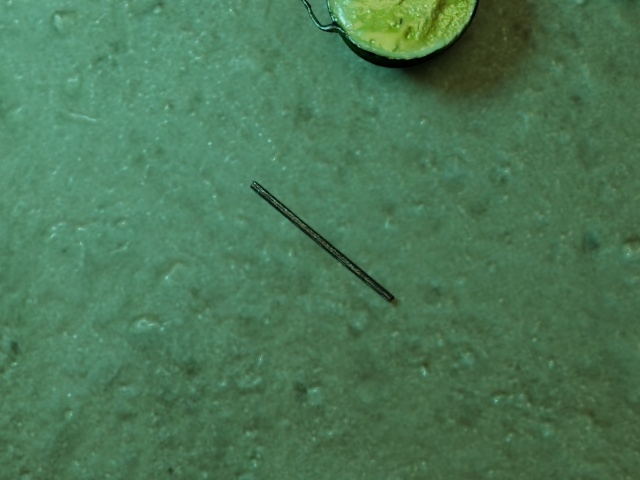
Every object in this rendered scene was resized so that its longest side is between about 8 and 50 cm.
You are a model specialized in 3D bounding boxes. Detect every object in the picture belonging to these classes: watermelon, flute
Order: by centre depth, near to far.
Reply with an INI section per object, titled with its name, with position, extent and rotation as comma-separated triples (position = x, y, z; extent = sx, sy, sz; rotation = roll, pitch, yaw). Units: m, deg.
[watermelon]
position = 0.109, -0.334, 1.159
extent = 0.232, 0.127, 0.204
rotation = -39, 82, -1
[flute]
position = 0.000, 0.000, 1.194
extent = 0.269, 0.014, 0.014
rotation = 39, 89, 9
